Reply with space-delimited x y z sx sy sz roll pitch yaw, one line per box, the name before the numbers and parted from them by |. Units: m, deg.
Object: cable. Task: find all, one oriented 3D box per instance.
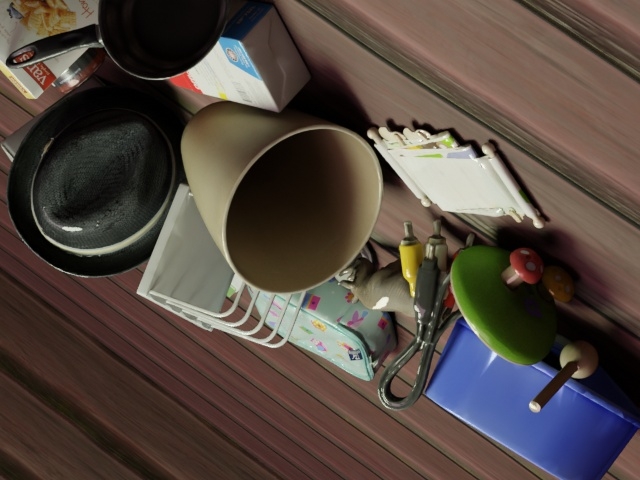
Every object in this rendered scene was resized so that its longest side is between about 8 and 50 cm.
cable | 0.166 0.116 1.764 0.139 0.072 0.287 13 109 15

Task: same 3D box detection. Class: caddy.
caddy | 0.323 0.223 1.800 0.341 0.179 0.241 30 180 20

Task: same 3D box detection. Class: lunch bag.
lunch bag | 0.006 0.144 2.233 0.279 0.108 0.224 29 157 23

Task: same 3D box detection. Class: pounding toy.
pounding toy | 0.291 0.085 1.623 0.110 0.183 0.237 -42 78 35

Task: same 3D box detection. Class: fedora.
fedora | -0.355 -0.102 1.983 0.334 0.334 0.152 40 173 -4

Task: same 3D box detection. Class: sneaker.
sneaker | 0.000 0.000 1.957 0.100 0.108 0.271 18 152 38

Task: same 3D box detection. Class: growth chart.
growth chart | 0.173 -0.089 1.614 0.237 0.021 0.172 12 146 49

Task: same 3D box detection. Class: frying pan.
frying pan | -0.249 -0.265 1.597 0.197 0.326 0.053 56 -165 18

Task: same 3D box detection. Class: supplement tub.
supplement tub | -0.453 -0.345 1.991 0.198 0.106 0.106 49 156 -24

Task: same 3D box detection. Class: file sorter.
file sorter | -0.144 0.056 2.035 0.173 0.193 0.277 18 170 22

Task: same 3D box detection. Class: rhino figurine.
rhino figurine | 0.116 0.067 1.874 0.243 0.106 0.073 9 149 42

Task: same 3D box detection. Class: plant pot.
plant pot | -0.090 -0.096 1.764 0.274 0.256 0.256 39 166 48

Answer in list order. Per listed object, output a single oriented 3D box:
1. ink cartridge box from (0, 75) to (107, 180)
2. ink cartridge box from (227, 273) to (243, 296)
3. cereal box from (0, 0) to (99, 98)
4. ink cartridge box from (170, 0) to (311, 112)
ink cartridge box | -0.414 -0.121 2.211 0.121 0.211 0.289 42 165 35
ink cartridge box | -0.178 0.038 2.379 0.109 0.062 0.209 40 159 -5
cereal box | -0.378 -0.339 1.690 0.173 0.240 0.047 49 162 -26
ink cartridge box | -0.139 -0.267 1.679 0.231 0.078 0.134 19 151 41
